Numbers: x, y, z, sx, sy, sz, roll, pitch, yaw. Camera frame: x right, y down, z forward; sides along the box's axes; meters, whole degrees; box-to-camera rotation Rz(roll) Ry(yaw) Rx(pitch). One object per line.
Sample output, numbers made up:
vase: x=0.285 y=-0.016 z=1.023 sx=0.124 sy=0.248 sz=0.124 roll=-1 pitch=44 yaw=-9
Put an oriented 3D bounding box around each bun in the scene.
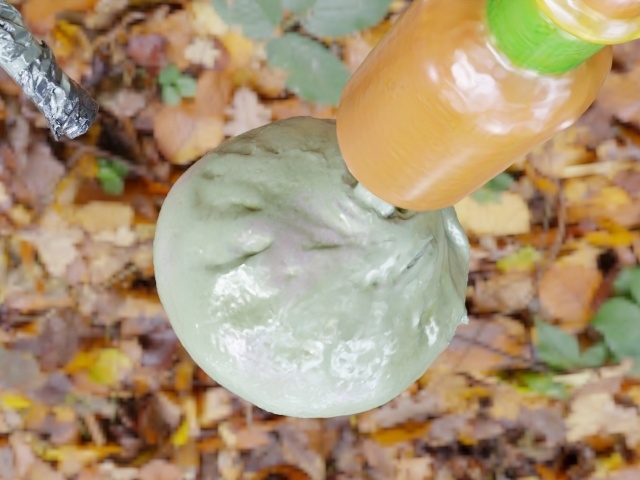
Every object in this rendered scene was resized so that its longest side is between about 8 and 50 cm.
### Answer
bun: x=0.000 y=0.000 z=1.127 sx=0.283 sy=0.283 sz=0.179 roll=3 pitch=149 yaw=-9

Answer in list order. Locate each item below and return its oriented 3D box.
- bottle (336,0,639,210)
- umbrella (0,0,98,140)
bottle: x=0.060 y=-0.061 z=0.436 sx=0.069 sy=0.069 sz=0.187 roll=5 pitch=168 yaw=-14
umbrella: x=-0.240 y=-0.155 z=1.058 sx=0.050 sy=0.046 sz=0.188 roll=15 pitch=149 yaw=48
